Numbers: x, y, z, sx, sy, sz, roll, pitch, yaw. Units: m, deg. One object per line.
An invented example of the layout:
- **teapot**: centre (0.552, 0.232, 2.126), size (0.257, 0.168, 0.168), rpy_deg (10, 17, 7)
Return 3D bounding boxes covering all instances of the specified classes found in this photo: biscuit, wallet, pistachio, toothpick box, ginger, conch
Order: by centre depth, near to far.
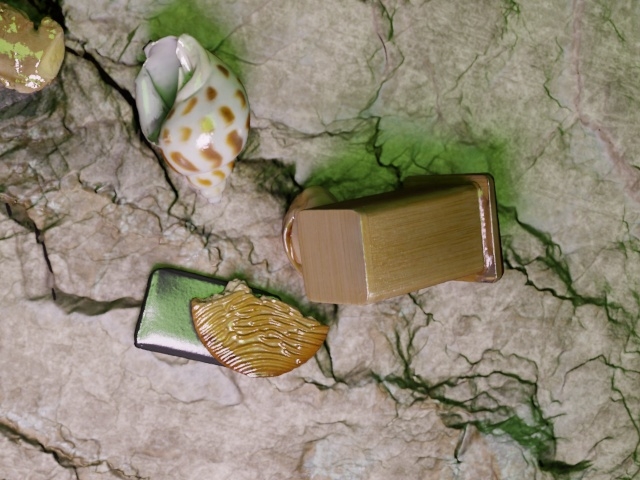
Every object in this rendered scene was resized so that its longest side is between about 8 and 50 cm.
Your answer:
- **ginger**: centre (-0.517, -0.309, 1.791), size (0.213, 0.074, 0.137), rpy_deg (7, 94, -7)
- **conch**: centre (-0.197, -0.193, 1.831), size (0.149, 0.183, 0.274), rpy_deg (-1, 99, -46)
- **toothpick box**: centre (0.126, 0.001, 1.837), size (0.308, 0.190, 0.187), rpy_deg (-13, 101, -44)
- **biscuit**: centre (-0.097, 0.145, 1.908), size (0.229, 0.031, 0.176), rpy_deg (-12, 92, -15)
- **pistachio**: centre (0.000, 0.000, 1.912), size (0.124, 0.124, 0.185), rpy_deg (-23, 112, -9)
- **wallet**: centre (-0.184, 0.138, 1.922), size (0.250, 0.044, 0.149), rpy_deg (13, 88, -14)
